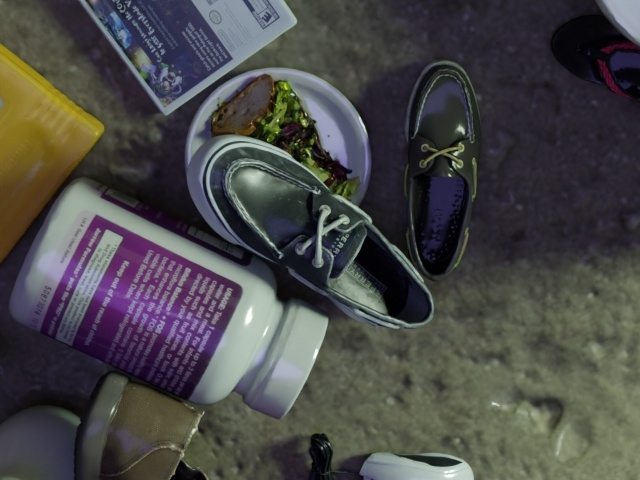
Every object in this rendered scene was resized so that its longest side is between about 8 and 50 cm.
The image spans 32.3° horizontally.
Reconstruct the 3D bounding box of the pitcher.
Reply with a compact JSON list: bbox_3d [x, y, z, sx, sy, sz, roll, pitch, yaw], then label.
[{"bbox_3d":[-0.329,0.281,1.199,0.125,0.207,0.178,35,105,-8],"label":"pitcher"}]

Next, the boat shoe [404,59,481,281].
[{"bbox_3d":[0.128,-0.071,1.151,0.081,0.069,0.228,1,107,1],"label":"boat shoe"}]

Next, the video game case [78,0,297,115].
[{"bbox_3d":[-0.147,-0.253,1.131,0.173,0.022,0.190,-33,104,10],"label":"video game case"}]

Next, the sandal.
[{"bbox_3d":[0.320,-0.173,1.129,0.179,0.040,0.067,28,106,-7],"label":"sandal"}]

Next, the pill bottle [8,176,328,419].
[{"bbox_3d":[-0.152,0.069,1.150,0.301,0.169,0.169,26,106,-5],"label":"pill bottle"}]

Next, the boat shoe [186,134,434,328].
[{"bbox_3d":[0.000,0.000,1.108,0.301,0.102,0.108,41,78,-30],"label":"boat shoe"}]

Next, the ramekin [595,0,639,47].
[{"bbox_3d":[0.367,-0.305,1.043,0.272,0.127,0.273,0,107,2],"label":"ramekin"}]

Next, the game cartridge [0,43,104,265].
[{"bbox_3d":[-0.439,-0.110,1.167,0.323,0.053,0.285,38,104,-8],"label":"game cartridge"}]

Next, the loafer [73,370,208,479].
[{"bbox_3d":[-0.187,0.302,1.189,0.130,0.134,0.366,12,132,6],"label":"loafer"}]

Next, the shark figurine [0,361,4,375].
[{"bbox_3d":[-0.502,0.160,1.198,0.278,0.116,0.166,-33,107,19],"label":"shark figurine"}]

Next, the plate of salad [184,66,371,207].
[{"bbox_3d":[-0.046,-0.081,1.165,0.199,0.048,0.200,0,106,1],"label":"plate of salad"}]

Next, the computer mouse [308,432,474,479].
[{"bbox_3d":[0.081,0.277,1.271,0.193,0.042,0.106,2,106,1],"label":"computer mouse"}]
